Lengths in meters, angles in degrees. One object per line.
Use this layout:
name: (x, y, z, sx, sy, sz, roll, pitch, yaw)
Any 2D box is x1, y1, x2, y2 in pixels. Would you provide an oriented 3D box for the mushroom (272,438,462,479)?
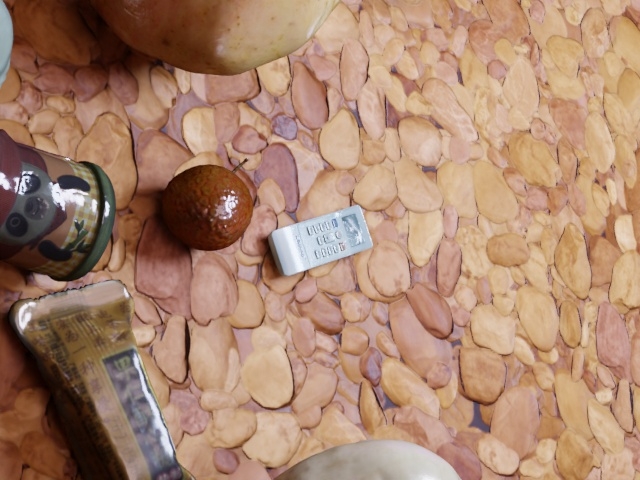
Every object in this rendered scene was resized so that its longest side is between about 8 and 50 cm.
mushroom: (0.074, 0.362, 1.544, 0.353, 0.325, 0.353, 6, 61, -11)

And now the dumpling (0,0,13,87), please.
dumpling: (-0.397, -0.211, 1.457, 0.152, 0.108, 0.219, -34, 137, -20)

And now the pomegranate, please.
pomegranate: (-0.108, -0.357, 1.602, 0.338, 0.338, 0.338, 13, 69, -37)

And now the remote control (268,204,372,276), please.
remote control: (0.000, 0.000, 1.787, 0.162, 0.029, 0.061, -17, 90, -46)

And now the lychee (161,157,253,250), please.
lychee: (-0.127, -0.039, 1.652, 0.114, 0.140, 0.101, -14, 91, -3)

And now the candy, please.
candy: (-0.225, 0.173, 1.504, 0.143, 0.101, 0.271, -19, 84, -36)

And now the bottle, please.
bottle: (-0.351, -0.041, 1.430, 0.271, 0.143, 0.156, 17, 41, -38)
